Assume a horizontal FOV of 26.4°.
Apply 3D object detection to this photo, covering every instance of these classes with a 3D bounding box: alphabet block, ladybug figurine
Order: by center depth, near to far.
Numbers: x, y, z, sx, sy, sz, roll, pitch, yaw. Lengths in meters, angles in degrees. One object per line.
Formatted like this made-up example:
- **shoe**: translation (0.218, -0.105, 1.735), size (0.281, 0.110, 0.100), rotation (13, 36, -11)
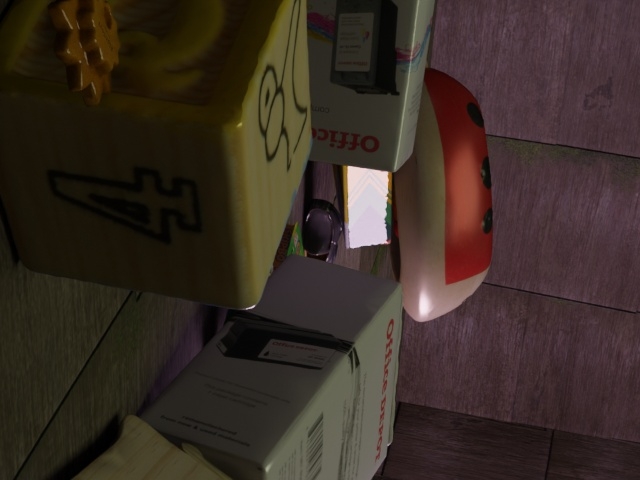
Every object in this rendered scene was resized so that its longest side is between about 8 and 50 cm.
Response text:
- **alphabet block**: translation (-0.119, -0.091, 1.001), size (0.197, 0.193, 0.192), rotation (88, 13, -49)
- **ladybug figurine**: translation (0.191, -0.086, 2.242), size (0.305, 0.162, 0.449), rotation (-101, -175, -68)

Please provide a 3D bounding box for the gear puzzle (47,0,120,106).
- **gear puzzle**: translation (-0.157, -0.249, 0.817), size (0.175, 0.044, 0.339), rotation (-40, 123, -76)

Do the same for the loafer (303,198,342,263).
- **loafer**: translation (0.000, 0.000, 2.224), size (0.170, 0.062, 0.061), rotation (86, 21, -51)

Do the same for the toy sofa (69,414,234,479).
- **toy sofa**: translation (-0.188, 0.304, 1.224), size (0.150, 0.177, 0.362), rotation (-57, 176, 14)

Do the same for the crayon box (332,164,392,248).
- **crayon box**: translation (0.062, -0.159, 2.186), size (0.318, 0.081, 0.202), rotation (86, -3, -55)

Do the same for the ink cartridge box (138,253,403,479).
- **ink cartridge box**: translation (-0.053, 0.238, 1.611), size (0.395, 0.166, 0.285), rotation (-48, 148, -52)

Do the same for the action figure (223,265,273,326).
- **action figure**: translation (-0.087, 0.076, 1.784), size (0.137, 0.063, 0.232), rotation (48, 48, -74)

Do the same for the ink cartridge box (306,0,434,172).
- **ink cartridge box**: translation (0.007, -0.245, 1.502), size (0.131, 0.226, 0.306), rotation (-45, 143, -74)

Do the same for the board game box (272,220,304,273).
- **board game box**: translation (-0.049, 0.079, 2.077), size (0.259, 0.039, 0.124), rotation (87, 14, -62)
